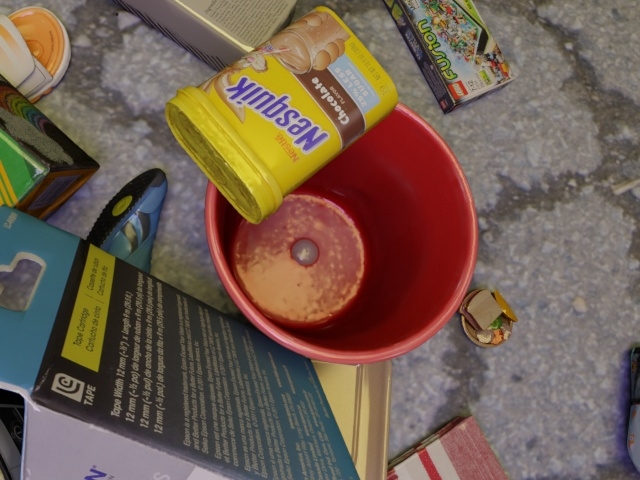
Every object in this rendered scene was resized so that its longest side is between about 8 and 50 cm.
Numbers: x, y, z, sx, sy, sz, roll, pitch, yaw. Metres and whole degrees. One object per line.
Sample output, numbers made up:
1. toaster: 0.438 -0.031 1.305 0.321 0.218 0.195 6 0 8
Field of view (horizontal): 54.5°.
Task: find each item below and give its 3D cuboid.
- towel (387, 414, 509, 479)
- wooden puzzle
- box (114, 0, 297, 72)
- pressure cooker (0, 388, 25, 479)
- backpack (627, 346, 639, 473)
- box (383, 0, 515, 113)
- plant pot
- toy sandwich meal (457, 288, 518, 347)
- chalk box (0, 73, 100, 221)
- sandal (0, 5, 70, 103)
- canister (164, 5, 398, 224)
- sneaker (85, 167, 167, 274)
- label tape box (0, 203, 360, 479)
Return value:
1. towel: 0.107 0.394 0.749 0.329 0.037 0.237 -27 86 -17
2. wooden puzzle: -0.041 0.226 0.719 0.239 0.044 0.220 8 70 -7
3. box: -0.176 -0.326 0.796 0.275 0.094 0.113 35 73 -5
4. pressure cooker: -0.380 0.247 0.435 0.370 0.420 0.375 28 81 1
5. backpack: 0.503 0.244 0.823 0.166 0.144 0.188 23 77 -14
6. box: 0.185 -0.299 0.909 0.114 0.036 0.206 -27 86 -17
7. plant pot: 0.000 0.000 0.694 0.275 0.243 0.274 3 78 -13
8. toy sandwich meal: 0.228 0.103 0.840 0.086 0.029 0.085 3 78 -13
9. chalk box: -0.406 -0.109 0.610 0.289 0.180 0.179 43 93 -9
10. sandal: -0.404 -0.183 0.719 0.102 0.076 0.265 43 72 -2
11. canister: -0.030 -0.114 0.547 0.170 0.073 0.126 -40 89 -20
12. sneaker: -0.230 0.012 0.737 0.082 0.069 0.209 44 59 -36
13. label tape box: -0.142 0.133 0.510 0.348 0.249 0.115 30 102 -24
